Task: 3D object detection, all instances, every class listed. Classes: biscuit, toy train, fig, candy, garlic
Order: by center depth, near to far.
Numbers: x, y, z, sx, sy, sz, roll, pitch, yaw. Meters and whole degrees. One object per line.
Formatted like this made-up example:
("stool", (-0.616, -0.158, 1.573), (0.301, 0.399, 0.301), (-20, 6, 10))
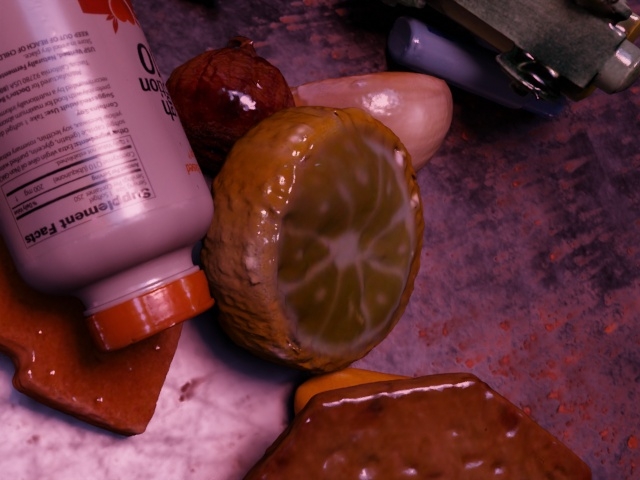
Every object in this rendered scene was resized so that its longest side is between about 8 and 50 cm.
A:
("biscuit", (0.077, 0.285, 0.582), (0.359, 0.046, 0.359), (0, 93, -9))
("biscuit", (-0.219, 0.029, 0.596), (0.284, 0.043, 0.306), (-15, 85, -52))
("candy", (0.000, 0.000, 0.648), (0.260, 0.118, 0.260), (-14, 110, -46))
("fig", (-0.083, -0.167, 0.731), (0.146, 0.133, 0.201), (33, 50, -20))
("garlic", (0.070, -0.147, 0.802), (0.245, 0.145, 0.164), (-16, 45, -32))
("toy train", (0.230, -0.314, 0.847), (0.397, 0.160, 0.253), (39, 29, 13))

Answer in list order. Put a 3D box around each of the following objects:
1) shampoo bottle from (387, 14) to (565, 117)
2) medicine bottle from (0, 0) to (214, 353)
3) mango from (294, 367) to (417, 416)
("shampoo bottle", (0.220, -0.232, 0.919), (0.258, 0.061, 0.104), (16, 28, -19))
("medicine bottle", (-0.181, -0.063, 0.519), (0.157, 0.157, 0.289), (-24, 93, -31))
("mango", (0.072, 0.198, 0.655), (0.217, 0.102, 0.141), (30, 90, 0))
